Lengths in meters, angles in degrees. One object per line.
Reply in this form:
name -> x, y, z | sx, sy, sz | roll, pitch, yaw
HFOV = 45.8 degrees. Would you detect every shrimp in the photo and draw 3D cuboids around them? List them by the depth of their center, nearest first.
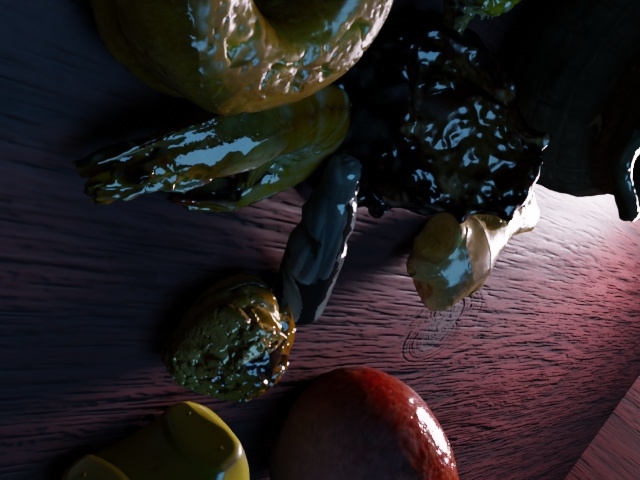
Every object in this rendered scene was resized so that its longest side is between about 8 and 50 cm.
shrimp -> -0.075, -0.066, 0.599 | 0.249, 0.068, 0.150 | -12, 148, -43

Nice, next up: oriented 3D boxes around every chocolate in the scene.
chocolate -> 0.122, -0.092, 0.717 | 0.224, 0.177, 0.206 | -48, 147, -7

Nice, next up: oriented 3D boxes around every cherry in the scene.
cherry -> 0.055, 0.289, 0.953 | 0.206, 0.239, 0.239 | 17, 108, -47

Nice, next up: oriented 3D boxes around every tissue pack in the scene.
tissue pack -> -0.163, 0.257, 0.756 | 0.178, 0.123, 0.127 | -26, 136, -34

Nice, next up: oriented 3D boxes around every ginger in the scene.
ginger -> 0.220, 0.003, 1.014 | 0.294, 0.086, 0.131 | -22, 115, -44

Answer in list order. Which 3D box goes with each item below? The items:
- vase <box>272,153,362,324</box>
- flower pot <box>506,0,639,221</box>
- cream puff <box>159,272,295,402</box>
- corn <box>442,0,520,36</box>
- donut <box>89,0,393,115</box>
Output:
vase -> 0.000, 0.000, 0.726 | 0.060, 0.060, 0.211 | -25, 151, -34
flower pot -> 0.363, -0.182, 0.882 | 0.302, 0.213, 0.301 | -30, 142, -27
cream puff -> -0.083, 0.100, 0.727 | 0.133, 0.104, 0.119 | -13, 138, -42
corn -> 0.170, -0.301, 0.649 | 0.097, 0.097, 0.261 | 9, 109, -53
donut -> -0.044, -0.188, 0.484 | 0.227, 0.114, 0.226 | -31, 141, -30
